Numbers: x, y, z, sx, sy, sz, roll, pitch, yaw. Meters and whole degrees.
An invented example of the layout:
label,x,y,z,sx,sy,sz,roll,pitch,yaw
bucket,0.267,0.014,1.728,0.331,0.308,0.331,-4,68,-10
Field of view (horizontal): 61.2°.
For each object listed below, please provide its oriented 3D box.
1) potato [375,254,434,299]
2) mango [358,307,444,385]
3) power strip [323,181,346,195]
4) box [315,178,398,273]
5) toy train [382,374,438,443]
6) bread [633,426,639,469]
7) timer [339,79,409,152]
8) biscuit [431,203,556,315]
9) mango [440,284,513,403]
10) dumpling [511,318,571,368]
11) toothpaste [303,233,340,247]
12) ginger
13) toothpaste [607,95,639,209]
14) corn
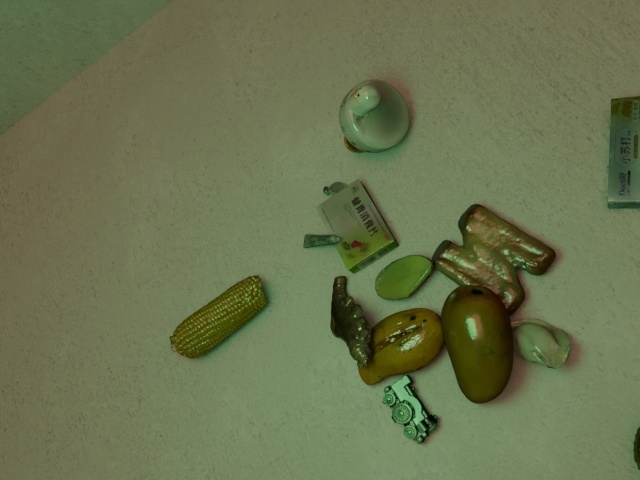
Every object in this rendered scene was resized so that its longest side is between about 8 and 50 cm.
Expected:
label,x,y,z,sx,sy,sz,roll,pitch,yaw
potato,0.258,0.111,1.633,0.198,0.054,0.119,-41,60,20
mango,0.222,0.302,1.559,0.294,0.120,0.177,-31,61,12
power strip,0.051,-0.172,1.851,0.083,0.035,0.055,-6,70,9
box,0.115,-0.047,1.757,0.175,0.062,0.261,-33,62,12
toy train,0.252,0.475,1.520,0.104,0.071,0.178,-37,63,5
bread,0.846,0.489,1.206,0.253,0.142,0.227,37,89,26
timer,0.179,-0.405,1.739,0.240,0.233,0.234,-16,58,68
biscuit,0.489,0.051,1.554,0.290,0.062,0.237,36,91,31
mango,0.416,0.275,1.434,0.172,0.211,0.318,-6,88,-10
dumpling,0.577,0.256,1.431,0.134,0.169,0.100,-28,104,-17
toothpaste,0.000,0.000,1.771,0.197,0.029,0.048,-3,77,54
ginger,0.080,0.245,1.617,0.333,0.080,0.166,52,127,58
toothpaste,0.842,-0.241,1.490,0.089,0.071,0.313,2,75,29
corn,-0.337,0.264,1.821,0.387,0.144,0.144,-33,63,8
